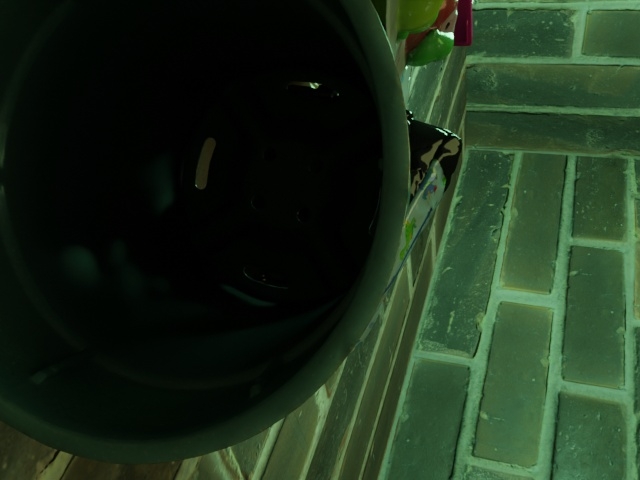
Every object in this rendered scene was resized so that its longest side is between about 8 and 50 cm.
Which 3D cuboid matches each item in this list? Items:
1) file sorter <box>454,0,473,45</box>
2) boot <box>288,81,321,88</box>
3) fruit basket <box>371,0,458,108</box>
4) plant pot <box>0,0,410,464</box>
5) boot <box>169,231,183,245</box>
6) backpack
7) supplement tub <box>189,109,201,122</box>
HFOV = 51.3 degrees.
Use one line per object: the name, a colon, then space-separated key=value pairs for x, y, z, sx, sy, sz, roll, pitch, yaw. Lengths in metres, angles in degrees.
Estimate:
file sorter: x=0.091 y=-0.433 z=1.019 sx=0.202 sy=0.291 sz=0.182 roll=74 pitch=26 yaw=-49
boot: x=0.000 y=-0.203 z=1.127 sx=0.305 sy=0.113 sz=0.115 roll=59 pitch=30 yaw=-58
fruit basket: x=0.118 y=-0.302 z=0.723 sx=0.353 sy=0.166 sz=0.326 roll=74 pitch=28 yaw=-54
plant pot: x=-0.077 y=-0.051 z=0.532 sx=0.334 sy=0.342 sz=0.340 roll=-12 pitch=108 yaw=-74
boot: x=-0.182 y=0.112 z=0.734 sx=0.123 sy=0.095 sz=0.258 roll=-55 pitch=139 yaw=-44
backpack: x=0.000 y=0.000 z=0.932 sx=0.273 sy=0.290 sz=0.355 roll=85 pitch=28 yaw=-56
supplement tub: x=-0.169 y=-0.169 z=0.679 sx=0.107 sy=0.071 sz=0.070 roll=57 pitch=43 yaw=-63
